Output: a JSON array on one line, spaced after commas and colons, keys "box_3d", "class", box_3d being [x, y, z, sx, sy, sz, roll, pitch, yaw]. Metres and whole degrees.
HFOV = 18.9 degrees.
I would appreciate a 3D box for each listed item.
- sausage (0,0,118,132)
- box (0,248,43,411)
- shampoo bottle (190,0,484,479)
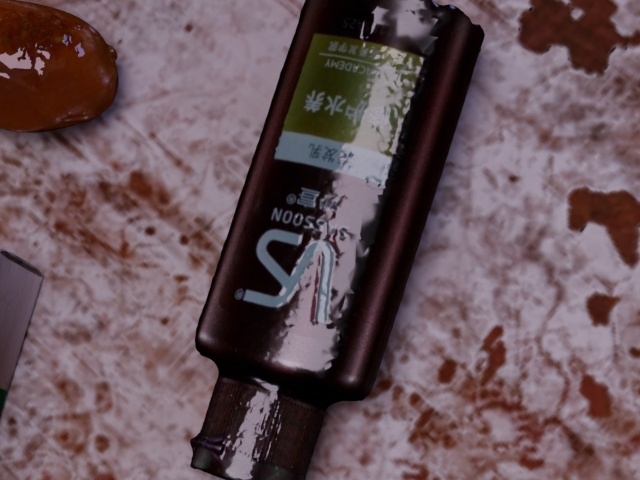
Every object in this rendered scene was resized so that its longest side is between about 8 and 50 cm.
[{"box_3d": [-0.225, -0.123, 1.309, 0.179, 0.089, 0.089, 11, 79, 16], "class": "sausage"}, {"box_3d": [-0.283, 0.090, 1.274, 0.135, 0.081, 0.199, 14, 82, 18], "class": "box"}, {"box_3d": [0.000, 0.000, 1.215, 0.129, 0.084, 0.323, 16, 81, 22], "class": "shampoo bottle"}]
